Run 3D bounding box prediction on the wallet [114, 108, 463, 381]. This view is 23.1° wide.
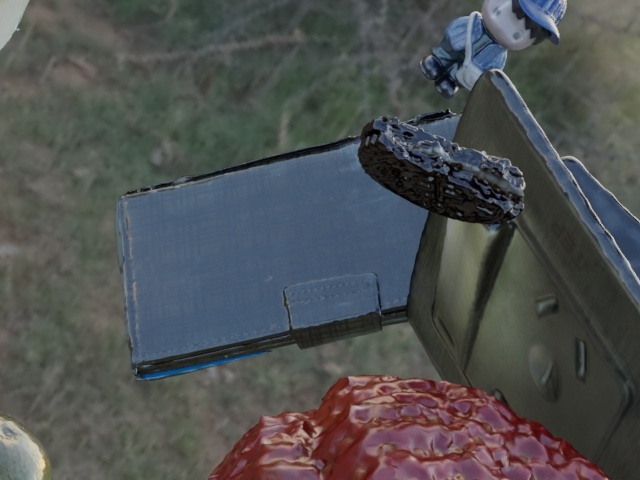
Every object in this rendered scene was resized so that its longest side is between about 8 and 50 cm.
[{"bbox_3d":[0.000,0.000,1.192,0.044,0.317,0.169,66,11,-60],"label":"wallet"}]

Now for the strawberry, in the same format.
[{"bbox_3d":[0.044,0.185,0.772,0.288,0.250,0.238,6,60,-85],"label":"strawberry"}]

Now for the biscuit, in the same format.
[{"bbox_3d":[0.061,-0.036,0.813,0.087,0.027,0.089,10,-19,35],"label":"biscuit"}]

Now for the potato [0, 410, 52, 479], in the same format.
[{"bbox_3d":[-0.405,0.261,1.681,0.178,0.235,0.160,-80,154,-73],"label":"potato"}]

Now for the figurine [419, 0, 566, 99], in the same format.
[{"bbox_3d":[0.155,-0.181,1.362,0.077,0.136,0.079,50,34,-5],"label":"figurine"}]

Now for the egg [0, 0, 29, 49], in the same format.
[{"bbox_3d":[-0.425,-0.365,1.745,0.201,0.337,0.337,16,32,8],"label":"egg"}]

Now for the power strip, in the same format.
[{"bbox_3d":[0.150,0.058,0.954,0.092,0.257,0.251,-21,58,-22],"label":"power strip"}]
